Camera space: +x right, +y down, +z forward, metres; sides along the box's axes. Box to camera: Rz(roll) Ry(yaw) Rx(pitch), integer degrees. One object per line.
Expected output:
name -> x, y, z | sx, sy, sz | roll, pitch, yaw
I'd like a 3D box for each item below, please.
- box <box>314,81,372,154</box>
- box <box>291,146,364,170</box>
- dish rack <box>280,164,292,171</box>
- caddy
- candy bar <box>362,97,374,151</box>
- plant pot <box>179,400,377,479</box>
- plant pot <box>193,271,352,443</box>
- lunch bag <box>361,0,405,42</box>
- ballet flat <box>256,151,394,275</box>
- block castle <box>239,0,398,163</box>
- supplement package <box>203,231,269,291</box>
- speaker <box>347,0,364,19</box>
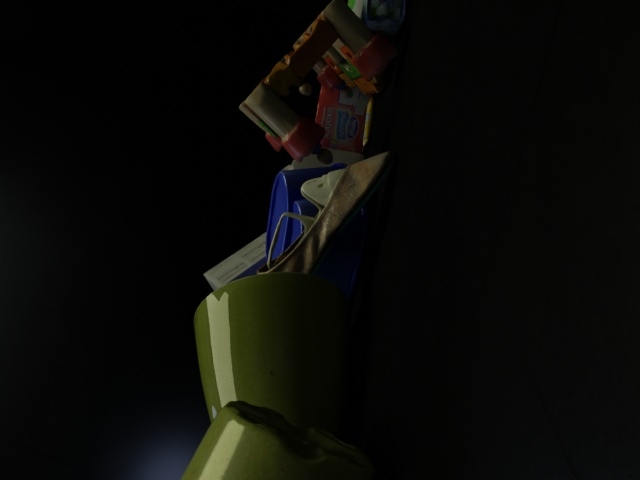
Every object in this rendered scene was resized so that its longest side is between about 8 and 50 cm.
box -> 0.062, -0.359, 1.394 | 0.142, 0.154, 0.300 | -92, 11, -81
box -> 0.012, -0.139, 1.206 | 0.119, 0.181, 0.181 | 101, 179, -46
dish rack -> -0.036, -0.250, 1.655 | 0.332, 0.072, 0.285 | -31, 24, 20
caddy -> 0.000, 0.000, 1.001 | 0.241, 0.179, 0.341 | -115, 30, -46
candy bar -> 0.126, -0.308, 1.236 | 0.040, 0.018, 0.162 | 106, 174, -63
plant pot -> -0.067, 0.317, 0.477 | 0.276, 0.276, 0.254 | 111, -179, -77
plant pot -> -0.060, 0.247, 0.735 | 0.275, 0.274, 0.294 | 103, 162, -46
lunch bag -> 0.136, -0.513, 0.991 | 0.129, 0.096, 0.151 | -135, 46, -88
ballet flat -> -0.006, -0.035, 0.783 | 0.316, 0.106, 0.107 | -55, 3, 12
block castle -> -0.014, -0.340, 1.084 | 0.303, 0.213, 0.453 | -48, 17, 3
supplement package -> -0.120, 0.106, 1.202 | 0.145, 0.262, 0.204 | 18, 140, 59
speaker -> 0.141, -0.705, 1.388 | 0.131, 0.131, 0.297 | 107, 173, -69
